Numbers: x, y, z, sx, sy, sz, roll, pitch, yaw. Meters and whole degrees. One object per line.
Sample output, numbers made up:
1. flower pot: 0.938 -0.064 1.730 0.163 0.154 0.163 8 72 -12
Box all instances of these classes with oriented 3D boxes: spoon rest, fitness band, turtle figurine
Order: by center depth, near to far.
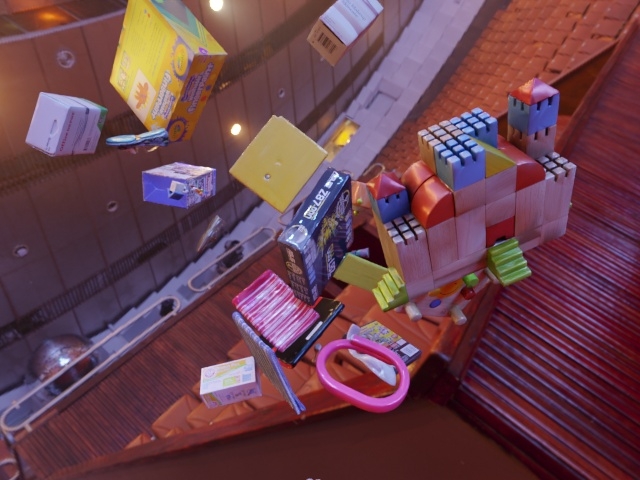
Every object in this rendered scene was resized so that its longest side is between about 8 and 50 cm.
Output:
1. fitness band: 0.128 0.403 1.241 0.209 0.290 0.054 -50 -29 -44
2. spoon rest: 0.173 0.419 1.443 0.137 0.276 0.084 36 -83 -36
3. turtle figurine: 0.075 0.083 1.622 0.118 0.233 0.176 -42 -47 -70

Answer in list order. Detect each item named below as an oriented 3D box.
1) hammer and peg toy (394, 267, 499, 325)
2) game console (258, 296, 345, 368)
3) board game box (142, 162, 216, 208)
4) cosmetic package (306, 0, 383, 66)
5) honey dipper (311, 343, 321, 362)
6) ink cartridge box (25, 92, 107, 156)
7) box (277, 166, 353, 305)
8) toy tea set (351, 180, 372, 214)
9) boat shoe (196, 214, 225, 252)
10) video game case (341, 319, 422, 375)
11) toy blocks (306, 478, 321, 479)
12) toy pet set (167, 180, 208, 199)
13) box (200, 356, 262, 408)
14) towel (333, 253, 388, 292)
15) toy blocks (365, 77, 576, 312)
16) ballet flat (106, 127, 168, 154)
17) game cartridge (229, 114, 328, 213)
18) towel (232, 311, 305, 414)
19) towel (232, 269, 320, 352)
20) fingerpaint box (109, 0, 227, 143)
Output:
1. hammer and peg toy: 0.419 0.146 1.220 0.360 0.127 0.266 10 -55 -28
2. game console: -0.103 0.407 1.883 0.386 0.341 0.060 -46 -60 -28
3. board game box: -0.683 -0.275 1.978 0.291 0.231 0.141 -57 -24 -67
4. cosmetic package: 0.100 -0.848 1.581 0.296 0.153 0.129 -56 13 -26
5. honey dipper: -0.022 0.528 1.880 0.030 0.030 0.161 -43 -21 -35
6. ink cartridge box: -0.730 -0.334 1.174 0.153 0.086 0.208 -63 7 12
7. box: 0.000 0.000 1.360 0.318 0.097 0.395 -55 -22 -26
8. toy tea set: 0.173 -0.165 1.635 0.335 0.199 0.125 7 -78 -49
9. boat shoe: -0.475 -0.021 1.755 0.178 0.060 0.064 -61 24 -12
10. video game case: 0.254 0.429 1.640 0.274 0.248 0.035 -4 -60 -55
11. toy blocks: -0.024 0.876 1.404 0.123 0.054 0.148 4 -22 -39
12. toy pet set: -0.508 -0.177 1.524 0.114 0.122 0.065 12 -82 -48
13. box: -0.330 0.525 1.492 0.202 0.114 0.103 -13 -51 -4
14. towel: 0.164 0.117 1.304 0.102 0.237 0.021 -58 22 25
15. toy blocks: 0.228 -0.072 0.624 0.380 0.191 0.261 -23 -48 0
16. ballet flat: -0.580 -0.308 1.291 0.188 0.070 0.070 -12 -29 -10
17. game cartridge: -0.173 -0.322 1.690 0.324 0.285 0.052 -52 2 -5
18. towel: -0.169 0.367 1.263 0.040 0.336 0.244 -31 -66 -21
19. towel: -0.164 0.245 1.459 0.198 0.274 0.031 -39 -25 -26
20. fingerpaint box: -0.605 -0.669 1.573 0.163 0.371 0.445 -31 -12 -48
